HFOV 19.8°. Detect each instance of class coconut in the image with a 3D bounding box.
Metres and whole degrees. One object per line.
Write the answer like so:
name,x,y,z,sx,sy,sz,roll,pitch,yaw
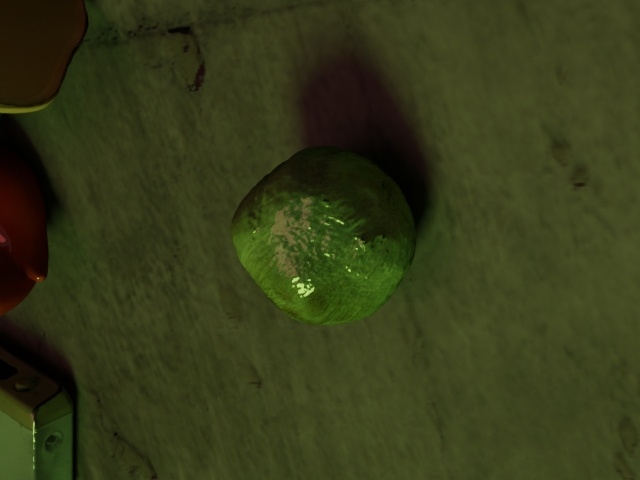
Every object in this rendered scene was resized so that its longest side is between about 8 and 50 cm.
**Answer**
coconut,0.000,0.000,0.906,0.088,0.088,0.096,56,132,14

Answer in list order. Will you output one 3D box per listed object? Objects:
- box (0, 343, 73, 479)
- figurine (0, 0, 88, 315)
box,-0.266,0.139,1.271,0.270,0.045,0.211,25,123,38
figurine,-0.246,-0.042,1.086,0.208,0.181,0.257,30,139,-1
